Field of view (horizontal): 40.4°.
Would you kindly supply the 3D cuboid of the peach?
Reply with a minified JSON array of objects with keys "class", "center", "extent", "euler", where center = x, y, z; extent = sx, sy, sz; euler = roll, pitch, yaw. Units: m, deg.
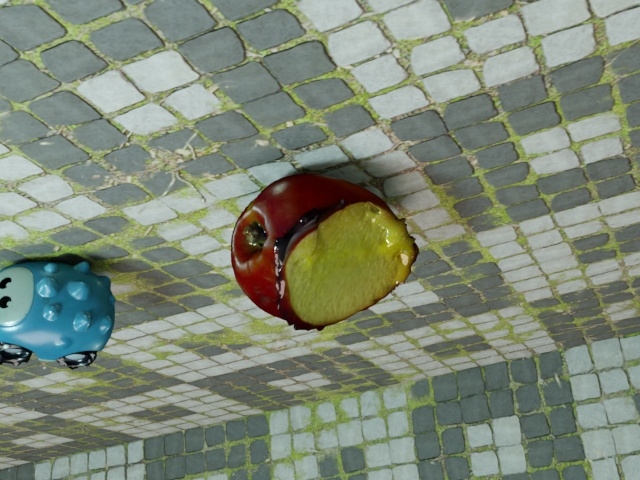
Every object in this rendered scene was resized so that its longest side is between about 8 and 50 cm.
[{"class":"peach","center":[0.000,0.000,1.486],"extent":[0.362,0.201,0.257],"euler":[-3,121,-42]}]

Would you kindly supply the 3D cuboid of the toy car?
[{"class":"toy car","center":[-0.504,0.125,1.644],"extent":[0.255,0.188,0.190],"euler":[11,142,-28]}]
